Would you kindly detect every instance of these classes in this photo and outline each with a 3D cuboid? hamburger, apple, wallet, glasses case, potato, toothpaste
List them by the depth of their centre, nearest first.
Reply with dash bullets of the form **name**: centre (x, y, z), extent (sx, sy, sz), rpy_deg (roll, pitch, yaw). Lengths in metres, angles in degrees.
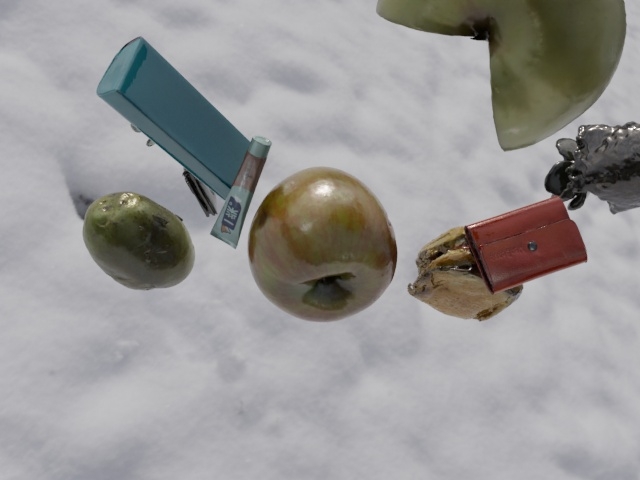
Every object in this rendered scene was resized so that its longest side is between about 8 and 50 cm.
- **apple**: centre (0.241, -0.280, 0.799), extent (0.295, 0.233, 0.258), rpy_deg (52, 36, 1)
- **glasses case**: centre (-0.230, -0.191, 1.089), extent (0.301, 0.070, 0.117), rpy_deg (42, 52, -42)
- **toothpaste**: centre (-0.132, -0.080, 1.091), extent (0.056, 0.205, 0.036), rpy_deg (32, 28, 12)
- **apple**: centre (0.000, 0.000, 1.131), extent (0.264, 0.264, 0.264), rpy_deg (18, 56, -28)
- **wallet**: centre (0.393, 0.007, 1.239), extent (0.205, 0.045, 0.142), rpy_deg (-18, 78, -9)
- **potato**: centre (-0.366, 0.008, 1.319), extent (0.197, 0.228, 0.148), rpy_deg (-22, 42, -11)
- **hamburger**: centre (0.322, 0.069, 1.417), extent (0.244, 0.244, 0.163), rpy_deg (28, 58, -22)
- **wallet**: centre (-0.303, -0.221, 1.594), extent (0.044, 0.169, 0.317), rpy_deg (-17, 49, 3)

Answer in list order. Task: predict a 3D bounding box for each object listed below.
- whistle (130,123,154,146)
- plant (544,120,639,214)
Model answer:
- **whistle**: centre (-0.316, -0.245, 1.242), extent (0.114, 0.235, 0.077), rpy_deg (-44, 88, -5)
- **plant**: centre (0.675, -0.163, 1.503), extent (0.188, 0.276, 0.198), rpy_deg (36, 59, -46)
